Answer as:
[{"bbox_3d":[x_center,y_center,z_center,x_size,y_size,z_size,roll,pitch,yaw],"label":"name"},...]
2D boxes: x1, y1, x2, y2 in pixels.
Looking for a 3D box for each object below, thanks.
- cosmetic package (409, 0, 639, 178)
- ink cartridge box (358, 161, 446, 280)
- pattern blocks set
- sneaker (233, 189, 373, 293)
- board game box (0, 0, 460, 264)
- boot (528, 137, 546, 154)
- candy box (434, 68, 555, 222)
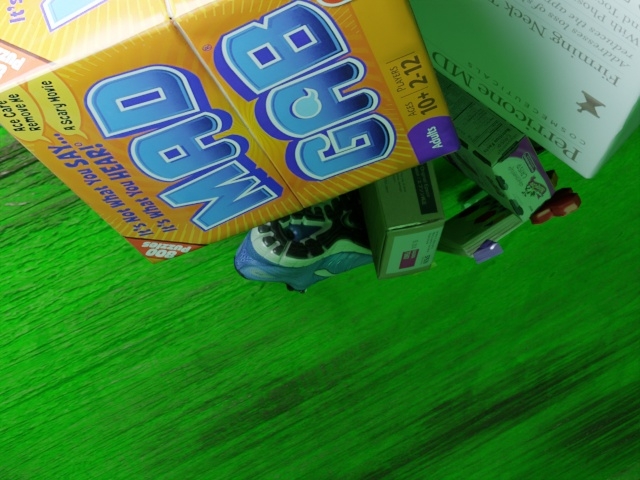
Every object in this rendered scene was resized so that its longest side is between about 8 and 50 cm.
[{"bbox_3d":[0.311,-0.347,1.292,0.327,0.329,0.394,-48,166,-16],"label":"cosmetic package"},{"bbox_3d":[0.109,-0.071,1.648,0.088,0.193,0.235,-10,162,-4],"label":"ink cartridge box"},{"bbox_3d":[0.256,-0.026,1.810,0.285,0.325,0.026,-30,103,2],"label":"pattern blocks set"},{"bbox_3d":[0.000,0.000,1.791,0.330,0.130,0.147,-5,157,-41],"label":"sneaker"},{"bbox_3d":[-0.108,-0.251,1.129,0.356,0.356,0.356,-20,152,8],"label":"board game box"},{"bbox_3d":[0.389,-0.250,1.821,0.263,0.091,0.229,-1,127,-40],"label":"boot"},{"bbox_3d":[0.221,-0.147,1.673,0.071,0.233,0.159,-44,142,-1],"label":"candy box"}]
